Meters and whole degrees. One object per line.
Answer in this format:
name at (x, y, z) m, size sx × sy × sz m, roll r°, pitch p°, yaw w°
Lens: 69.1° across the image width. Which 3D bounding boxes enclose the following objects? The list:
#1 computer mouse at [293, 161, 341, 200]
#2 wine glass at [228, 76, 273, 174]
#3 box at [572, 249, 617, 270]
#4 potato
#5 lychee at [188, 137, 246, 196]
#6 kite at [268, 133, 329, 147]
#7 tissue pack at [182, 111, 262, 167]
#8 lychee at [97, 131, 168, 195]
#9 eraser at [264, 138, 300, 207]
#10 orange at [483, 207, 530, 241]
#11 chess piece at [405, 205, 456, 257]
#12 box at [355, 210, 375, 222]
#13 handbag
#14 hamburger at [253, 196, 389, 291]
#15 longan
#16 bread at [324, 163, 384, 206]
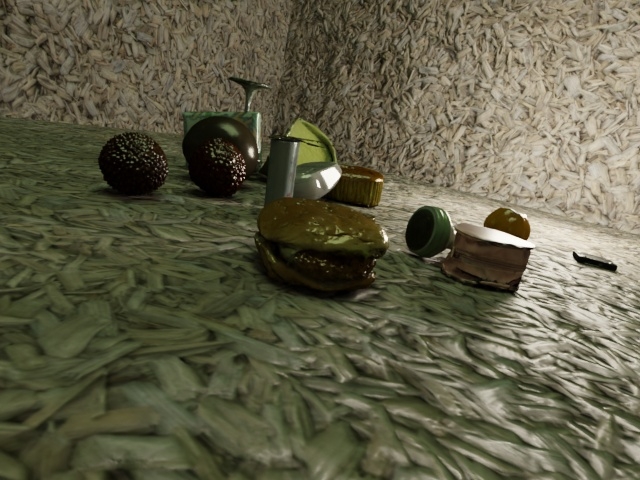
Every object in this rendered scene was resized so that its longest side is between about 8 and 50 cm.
computer mouse at (-0.036, -0.209, 1.690) m, size 0.184 × 0.121 × 0.297 m, roll 0°, pitch 18°, yaw 23°
wine glass at (-0.346, -0.517, 2.112) m, size 0.267 × 0.405 × 0.267 m, roll 13°, pitch 15°, yaw -4°
box at (0.946, 0.066, 1.608) m, size 0.126 × 0.026 × 0.125 m, roll 16°, pitch 15°, yaw 17°
potato at (-0.088, -0.339, 2.073) m, size 0.280 × 0.213 × 0.330 m, roll 32°, pitch 52°, yaw -9°
lychee at (-0.319, -0.224, 1.478) m, size 0.188 × 0.188 × 0.188 m, roll 11°, pitch 15°, yaw -3°
kite at (-0.052, -0.272, 1.274) m, size 0.198 × 0.006 × 0.244 m, roll -2°, pitch 19°, yaw -33°
tissue pack at (-0.399, -0.414, 1.915) m, size 0.311 × 0.227 × 0.128 m, roll -1°, pitch 15°, yaw -3°
lychee at (-0.509, -0.206, 1.268) m, size 0.188 × 0.188 × 0.188 m, roll 11°, pitch 15°, yaw -3°
eraser at (-0.113, -0.184, 1.364) m, size 0.081 × 0.226 × 0.174 m, roll 8°, pitch 16°, yaw -1°
orange at (0.655, -0.049, 1.627) m, size 0.157 × 0.134 × 0.156 m, roll 14°, pitch 27°, yaw -7°
chess piece at (0.374, 0.004, 1.273) m, size 0.272 × 0.139 × 0.139 m, roll 17°, pitch 11°, yaw -27°
box at (0.119, -0.065, 1.463) m, size 0.106 × 0.037 × 0.105 m, roll 11°, pitch 14°, yaw -3°
handbag at (0.403, 0.039, 1.127) m, size 0.205 × 0.116 × 0.179 m, roll 10°, pitch 15°, yaw -8°
hamburger at (0.001, 0.000, 0.931) m, size 0.260 × 0.144 × 0.283 m, roll 7°, pitch 20°, yaw -26°
longan at (-0.356, -0.333, 1.723) m, size 0.300 × 0.243 × 0.300 m, roll 25°, pitch 14°, yaw -6°
bread at (0.127, -0.227, 1.889) m, size 0.254 × 0.142 × 0.227 m, roll 14°, pitch 22°, yaw 3°
